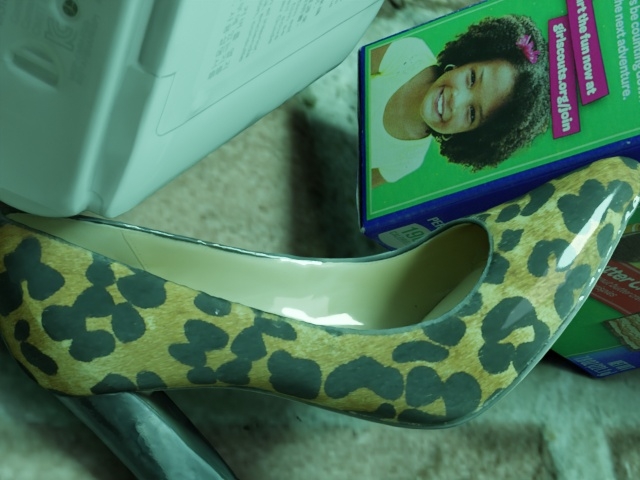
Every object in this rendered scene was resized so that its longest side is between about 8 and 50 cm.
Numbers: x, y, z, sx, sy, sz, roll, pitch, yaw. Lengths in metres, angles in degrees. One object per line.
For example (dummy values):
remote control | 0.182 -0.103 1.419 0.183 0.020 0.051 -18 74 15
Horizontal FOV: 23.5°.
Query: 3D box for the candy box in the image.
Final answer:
candy box | 0.221 -0.048 0.785 0.268 0.317 0.122 30 49 -48

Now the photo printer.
photo printer | -0.027 -0.171 0.671 0.107 0.256 0.307 28 32 13

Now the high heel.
high heel | 0.000 0.000 0.645 0.186 0.261 0.093 52 -1 -18
